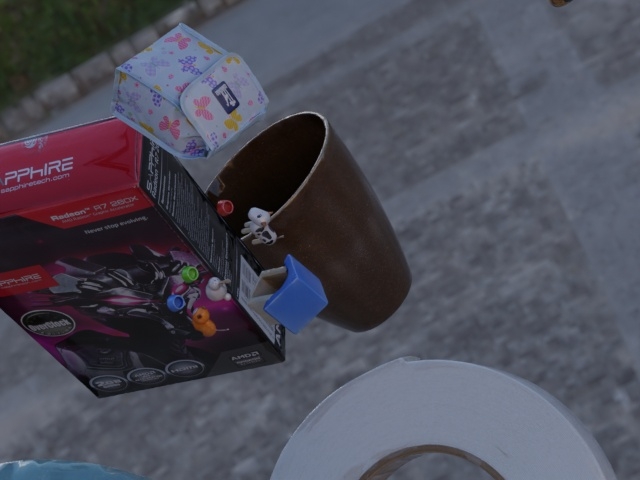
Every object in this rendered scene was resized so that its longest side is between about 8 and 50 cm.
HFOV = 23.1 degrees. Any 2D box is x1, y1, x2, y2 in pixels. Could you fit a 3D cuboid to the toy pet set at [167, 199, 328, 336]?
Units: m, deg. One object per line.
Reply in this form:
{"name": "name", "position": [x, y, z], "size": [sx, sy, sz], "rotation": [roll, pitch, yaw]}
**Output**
{"name": "toy pet set", "position": [-0.055, 0.036, 1.391], "size": [0.065, 0.114, 0.122], "rotation": [-12, 45, 48]}

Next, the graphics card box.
{"name": "graphics card box", "position": [-0.205, 0.027, 1.581], "size": [0.232, 0.371, 0.094], "rotation": [-12, 57, 16]}

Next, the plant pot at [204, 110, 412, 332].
{"name": "plant pot", "position": [0.000, 0.000, 1.884], "size": [0.215, 0.230, 0.215], "rotation": [-35, 28, 21]}

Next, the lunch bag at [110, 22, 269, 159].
{"name": "lunch bag", "position": [-0.083, -0.095, 1.023], "size": [0.071, 0.083, 0.053], "rotation": [-42, -20, -39]}

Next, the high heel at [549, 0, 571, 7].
{"name": "high heel", "position": [0.254, -0.259, 1.384], "size": [0.093, 0.261, 0.186], "rotation": [4, 51, -11]}

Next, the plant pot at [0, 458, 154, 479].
{"name": "plant pot", "position": [-0.202, 0.342, 1.260], "size": [0.290, 0.290, 0.195], "rotation": [-19, 38, 29]}

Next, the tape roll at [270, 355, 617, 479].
{"name": "tape roll", "position": [0.126, 0.314, 1.626], "size": [0.392, 0.392, 0.072], "rotation": [-23, -14, 18]}
